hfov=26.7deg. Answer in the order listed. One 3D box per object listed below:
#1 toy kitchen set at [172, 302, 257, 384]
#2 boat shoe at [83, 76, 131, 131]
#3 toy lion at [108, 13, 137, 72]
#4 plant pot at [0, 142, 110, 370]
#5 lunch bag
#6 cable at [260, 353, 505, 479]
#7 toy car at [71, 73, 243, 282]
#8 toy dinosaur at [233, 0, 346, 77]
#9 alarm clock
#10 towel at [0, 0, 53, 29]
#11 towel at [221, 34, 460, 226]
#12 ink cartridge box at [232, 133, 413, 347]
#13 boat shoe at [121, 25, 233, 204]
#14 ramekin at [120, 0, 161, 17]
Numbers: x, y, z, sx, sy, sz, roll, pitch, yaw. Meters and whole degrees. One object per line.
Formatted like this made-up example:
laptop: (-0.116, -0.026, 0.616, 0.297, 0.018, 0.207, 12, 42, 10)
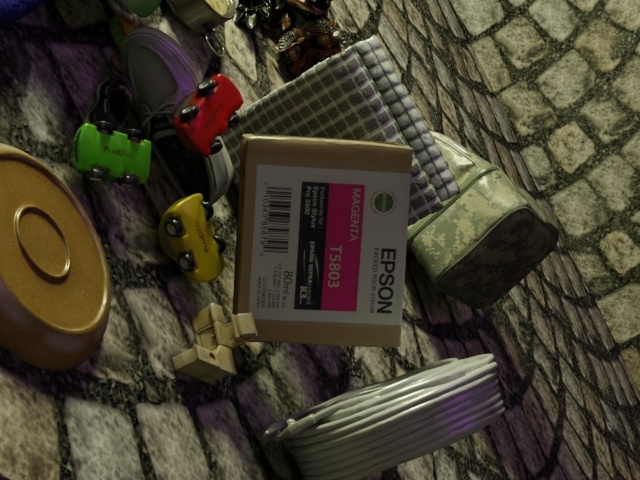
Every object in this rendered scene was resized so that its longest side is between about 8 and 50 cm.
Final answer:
toy kitchen set: (-0.117, 0.099, 1.456, 0.075, 0.068, 0.083, 31, 38, -55)
boat shoe: (-0.232, -0.154, 1.519, 0.046, 0.038, 0.125, 55, 23, -19)
toy lion: (-0.222, -0.227, 1.645, 0.100, 0.034, 0.096, 47, 19, -37)
plant pot: (-0.268, 0.007, 1.260, 0.236, 0.032, 0.236, 50, 25, -33)
lunch bag: (0.230, -0.051, 2.249, 0.256, 0.212, 0.305, 54, 13, 24)
cable: (0.088, 0.205, 1.551, 0.257, 0.257, 0.089, -8, 78, -69)
toy car: (-0.187, -0.083, 1.473, 0.225, 0.053, 0.239, 14, 78, -46)
toy dinosaur: (-0.045, -0.359, 2.112, 0.322, 0.164, 0.218, 50, 2, 17)
alarm clock: (-0.169, -0.331, 1.837, 0.129, 0.064, 0.192, 19, 46, -62)
towel: (-0.365, -0.318, 1.360, 0.228, 0.076, 0.308, 55, 21, -14)
towel: (0.006, -0.093, 1.698, 0.235, 0.283, 0.121, 58, 41, -5)
ink cartridge box: (0.000, 0.000, 1.540, 0.088, 0.193, 0.235, -146, -122, -81)
boat shoe: (-0.170, -0.140, 1.579, 0.081, 0.079, 0.228, -69, 138, -61)
ramekin: (-0.233, -0.426, 1.568, 0.303, 0.148, 0.303, 56, 6, -9)
